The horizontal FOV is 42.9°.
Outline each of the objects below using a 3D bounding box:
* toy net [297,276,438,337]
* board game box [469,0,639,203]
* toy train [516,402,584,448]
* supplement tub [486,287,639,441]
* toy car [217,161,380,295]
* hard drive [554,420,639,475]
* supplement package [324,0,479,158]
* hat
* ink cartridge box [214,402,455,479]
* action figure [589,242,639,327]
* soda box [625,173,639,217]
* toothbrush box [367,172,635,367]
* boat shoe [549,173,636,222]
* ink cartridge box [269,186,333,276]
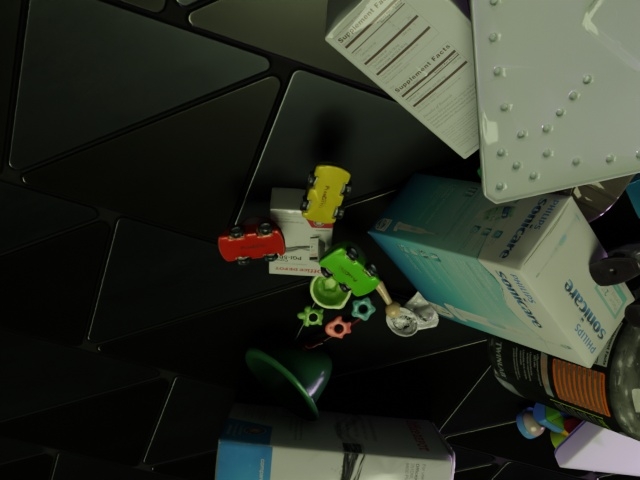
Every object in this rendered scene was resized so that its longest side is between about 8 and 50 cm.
[{"bbox_3d":[0.085,0.122,1.351,0.232,0.045,0.122,17,102,-7],"label":"toy net"},{"bbox_3d":[0.349,-0.262,0.903,0.390,0.050,0.390,-13,117,-6],"label":"board game box"},{"bbox_3d":[0.501,0.363,1.537,0.248,0.105,0.143,31,137,-22],"label":"toy train"},{"bbox_3d":[0.423,0.168,1.187,0.207,0.207,0.338,41,166,-28],"label":"supplement tub"},{"bbox_3d":[0.000,0.000,1.197,0.239,0.053,0.225,-34,121,26],"label":"toy car"},{"bbox_3d":[0.594,0.338,1.408,0.319,0.040,0.210,12,130,-22],"label":"hard drive"},{"bbox_3d":[0.138,-0.243,0.992,0.244,0.139,0.134,36,123,-24],"label":"supplement package"},{"bbox_3d":[-0.005,0.206,1.476,0.208,0.183,0.173,17,142,48],"label":"hat"},{"bbox_3d":[0.020,0.414,1.465,0.395,0.285,0.166,5,91,0],"label":"ink cartridge box"},{"bbox_3d":[0.476,0.012,1.043,0.185,0.285,0.099,61,146,1],"label":"action figure"},{"bbox_3d":[0.527,-0.112,1.130,0.210,0.067,0.071,-24,125,22],"label":"soda box"},{"bbox_3d":[0.244,0.033,1.130,0.216,0.126,0.295,48,163,-31],"label":"toothbrush box"},{"bbox_3d":[0.404,-0.159,1.069,0.324,0.116,0.123,-41,104,12],"label":"boat shoe"},{"bbox_3d":[-0.030,-0.011,1.262,0.099,0.056,0.135,3,131,0],"label":"ink cartridge box"}]
